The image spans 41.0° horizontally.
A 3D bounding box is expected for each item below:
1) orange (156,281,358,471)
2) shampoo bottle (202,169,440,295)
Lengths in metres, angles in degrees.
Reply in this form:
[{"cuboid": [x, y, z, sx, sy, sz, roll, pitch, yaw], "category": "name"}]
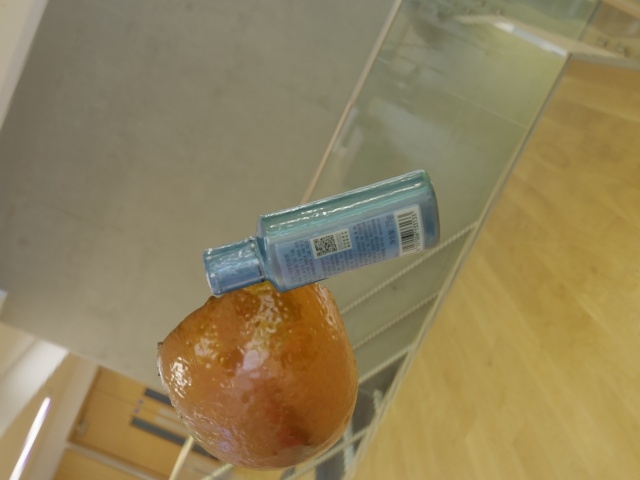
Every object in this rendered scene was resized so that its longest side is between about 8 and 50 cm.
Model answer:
[{"cuboid": [-0.072, 0.179, 1.133, 0.310, 0.274, 0.274, 150, 143, -81], "category": "orange"}, {"cuboid": [0.000, 0.000, 0.929, 0.061, 0.258, 0.104, -110, 6, -45], "category": "shampoo bottle"}]
